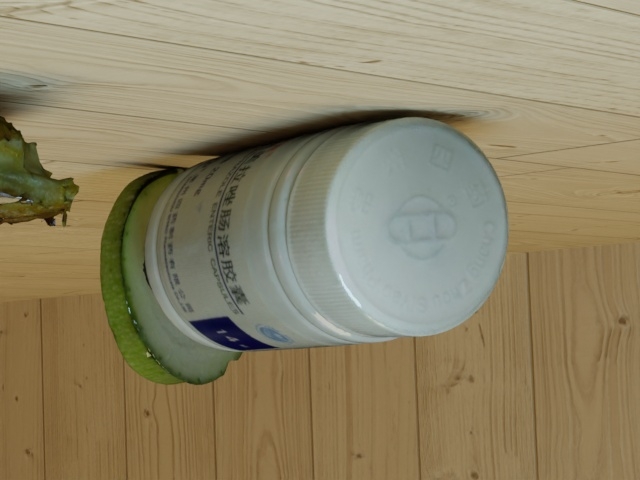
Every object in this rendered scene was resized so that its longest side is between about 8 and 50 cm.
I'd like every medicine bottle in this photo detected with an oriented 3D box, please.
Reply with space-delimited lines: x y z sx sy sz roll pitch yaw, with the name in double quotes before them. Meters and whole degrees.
"medicine bottle" 0.000 0.000 1.737 0.190 0.189 0.332 1 174 -33

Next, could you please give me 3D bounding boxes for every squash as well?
"squash" -0.141 0.035 1.952 0.041 0.219 0.219 -8 173 34

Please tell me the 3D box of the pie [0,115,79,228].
"pie" -0.352 -0.055 1.456 0.355 0.102 0.288 2 176 1
